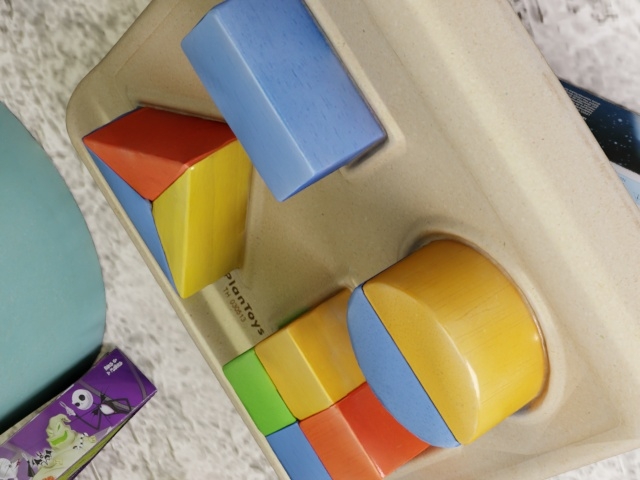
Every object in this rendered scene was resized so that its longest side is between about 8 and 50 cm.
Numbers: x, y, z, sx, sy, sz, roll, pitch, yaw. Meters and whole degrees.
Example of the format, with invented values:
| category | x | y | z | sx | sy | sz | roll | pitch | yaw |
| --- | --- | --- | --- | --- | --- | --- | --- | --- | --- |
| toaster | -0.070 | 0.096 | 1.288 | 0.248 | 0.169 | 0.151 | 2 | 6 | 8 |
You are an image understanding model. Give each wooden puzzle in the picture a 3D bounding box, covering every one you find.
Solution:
| category | x | y | z | sx | sy | sz | roll | pitch | yaw |
| --- | --- | --- | --- | --- | --- | --- | --- | --- | --- |
| wooden puzzle | 0.000 | 0.000 | 0.946 | 0.322 | 0.080 | 0.348 | 58 | 145 | 2 |

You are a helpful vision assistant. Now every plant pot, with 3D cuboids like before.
| category | x | y | z | sx | sy | sz | roll | pitch | yaw |
| --- | --- | --- | --- | --- | --- | --- | --- | --- | --- |
| plant pot | -0.327 | 0.047 | 1.202 | 0.293 | 0.235 | 0.293 | 23 | 134 | 26 |

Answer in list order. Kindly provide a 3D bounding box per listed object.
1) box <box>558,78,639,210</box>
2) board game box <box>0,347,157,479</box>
| category | x | y | z | sx | sy | sz | roll | pitch | yaw |
| --- | --- | --- | --- | --- | --- | --- | --- | --- | --- |
| box | 0.151 | 0.017 | 0.919 | 0.233 | 0.044 | 0.159 | 27 | 135 | 22 |
| board game box | -0.265 | 0.218 | 1.199 | 0.056 | 0.347 | 0.208 | 44 | 138 | 5 |
